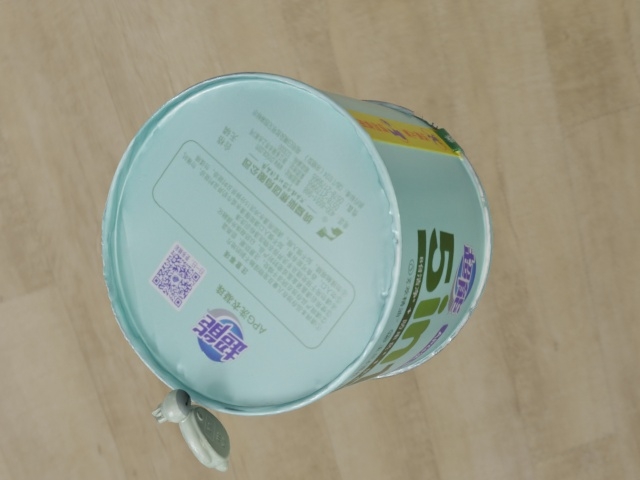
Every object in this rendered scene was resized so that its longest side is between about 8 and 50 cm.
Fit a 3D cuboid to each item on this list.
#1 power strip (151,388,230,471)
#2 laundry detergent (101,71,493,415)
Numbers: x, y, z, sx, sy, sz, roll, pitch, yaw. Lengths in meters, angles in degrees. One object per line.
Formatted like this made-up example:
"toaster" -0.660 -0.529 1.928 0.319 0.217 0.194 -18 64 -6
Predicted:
"power strip" -0.107 0.160 0.859 0.035 0.055 0.083 -29 117 16
"laundry detergent" 0.000 0.000 0.975 0.287 0.305 0.287 0 91 26
